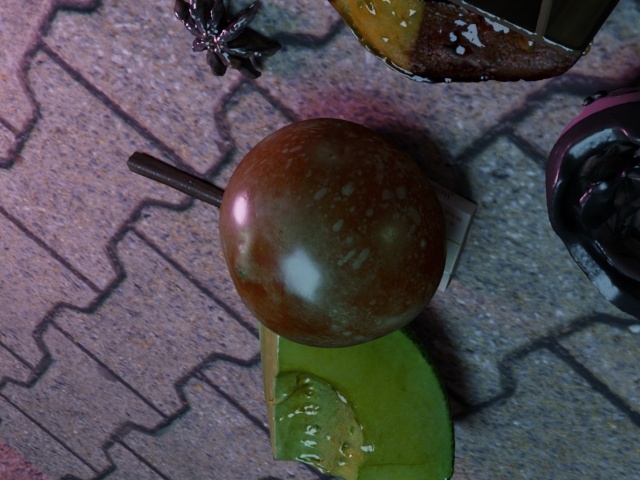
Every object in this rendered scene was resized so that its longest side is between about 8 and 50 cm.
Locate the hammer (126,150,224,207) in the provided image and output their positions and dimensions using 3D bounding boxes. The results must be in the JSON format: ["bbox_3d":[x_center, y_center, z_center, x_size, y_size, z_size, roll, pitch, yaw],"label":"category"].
[{"bbox_3d":[-0.138,-0.054,1.791,0.297,0.027,0.125,24,147,20],"label":"hammer"}]

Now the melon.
[{"bbox_3d":[0.021,0.175,1.770,0.331,0.226,0.343,31,136,31],"label":"melon"}]

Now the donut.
[{"bbox_3d":[0.127,-0.227,1.234,0.295,0.112,0.151,27,151,17],"label":"donut"}]

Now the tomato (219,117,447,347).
[{"bbox_3d":[0.000,0.000,1.501,0.270,0.222,0.270,25,126,41],"label":"tomato"}]

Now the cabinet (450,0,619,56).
[{"bbox_3d":[0.159,-0.290,1.082,0.215,0.148,0.175,28,147,16],"label":"cabinet"}]

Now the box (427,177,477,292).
[{"bbox_3d":[0.131,-0.009,1.589,0.090,0.024,0.167,30,147,13],"label":"box"}]

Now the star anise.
[{"bbox_3d":[-0.114,-0.235,1.519,0.141,0.042,0.141,27,148,18],"label":"star anise"}]

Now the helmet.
[{"bbox_3d":[0.325,-0.046,1.241,0.253,0.154,0.198,34,133,-31],"label":"helmet"}]
